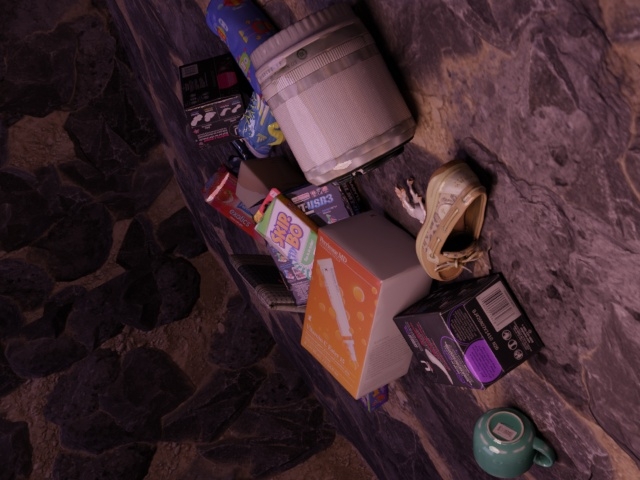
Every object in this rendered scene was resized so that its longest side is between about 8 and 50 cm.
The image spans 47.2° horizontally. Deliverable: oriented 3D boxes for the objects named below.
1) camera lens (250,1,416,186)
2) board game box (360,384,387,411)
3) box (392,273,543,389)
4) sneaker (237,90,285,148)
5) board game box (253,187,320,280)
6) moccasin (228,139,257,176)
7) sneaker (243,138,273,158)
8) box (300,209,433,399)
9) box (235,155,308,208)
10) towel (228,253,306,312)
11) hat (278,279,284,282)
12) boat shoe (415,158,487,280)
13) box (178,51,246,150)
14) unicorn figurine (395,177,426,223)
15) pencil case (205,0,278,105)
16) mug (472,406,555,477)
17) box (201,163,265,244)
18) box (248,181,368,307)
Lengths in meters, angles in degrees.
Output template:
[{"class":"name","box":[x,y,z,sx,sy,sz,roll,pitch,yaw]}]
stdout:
[{"class":"camera lens","box":[0.025,-0.248,1.300,0.274,0.219,0.219,62,164,-7]},{"class":"board game box","box":[0.121,0.384,2.401,0.233,0.078,0.347,50,161,33]},{"class":"box","box":[0.275,0.178,1.421,0.165,0.143,0.270,59,165,0]},{"class":"sneaker","box":[-0.158,-0.328,1.909,0.091,0.126,0.240,47,161,38]},{"class":"board game box","box":[-0.053,-0.003,1.790,0.259,0.039,0.124,44,128,9]},{"class":"moccasin","box":[-0.242,-0.271,2.293,0.342,0.116,0.137,63,165,-13]},{"class":"sneaker","box":[-0.215,-0.337,2.163,0.211,0.080,0.081,42,152,-2]},{"class":"box","box":[0.100,0.142,1.642,0.215,0.168,0.346,40,135,37]},{"class":"box","box":[-0.100,-0.104,2.044,0.311,0.147,0.121,45,134,39]},{"class":"towel","box":[-0.088,0.133,2.242,0.312,0.324,0.056,41,120,50]},{"class":"hat","box":[-0.007,0.079,2.056,0.173,0.183,0.209,53,164,29]},{"class":"boat shoe","box":[0.234,-0.012,1.286,0.089,0.104,0.285,52,162,36]},{"class":"box","box":[-0.295,-0.387,2.038,0.247,0.163,0.142,-107,2,-48]},{"class":"unicorn figurine","box":[0.201,-0.052,1.424,0.162,0.060,0.111,-114,3,-56]},{"class":"pencil case","box":[-0.152,-0.442,1.691,0.306,0.119,0.133,55,140,20]},{"class":"mug","box":[0.397,0.412,1.530,0.130,0.157,0.097,-101,0,-47]},{"class":"box","box":[-0.249,-0.118,2.374,0.256,0.123,0.128,38,-174,-24]},{"class":"box","box":[0.000,0.000,1.822,0.295,0.073,0.294,-18,103,36]}]
